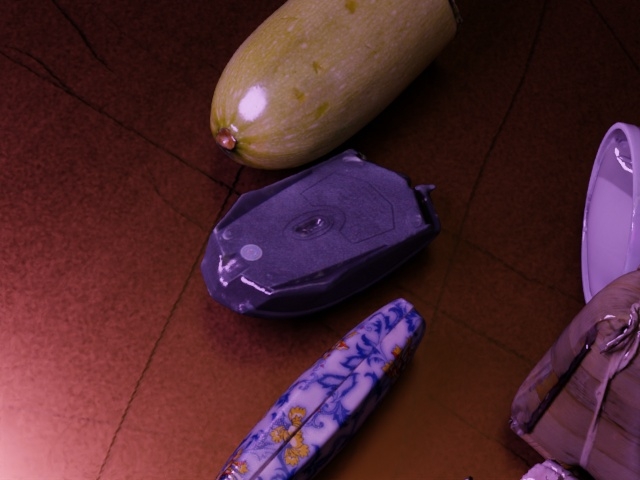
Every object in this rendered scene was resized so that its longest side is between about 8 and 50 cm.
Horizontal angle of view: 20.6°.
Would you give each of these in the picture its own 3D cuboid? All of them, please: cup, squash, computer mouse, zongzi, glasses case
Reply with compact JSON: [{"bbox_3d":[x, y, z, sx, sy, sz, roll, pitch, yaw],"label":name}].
[{"bbox_3d":[0.331,0.017,1.496,0.202,0.221,0.167,6,29,-5],"label":"cup"},{"bbox_3d":[-0.002,-0.152,1.550,0.132,0.132,0.247,41,68,15],"label":"squash"},{"bbox_3d":[0.001,0.003,1.505,0.231,0.071,0.126,-28,54,-28],"label":"computer mouse"},{"bbox_3d":[0.265,0.138,1.397,0.197,0.194,0.099,40,47,12],"label":"zongzi"},{"bbox_3d":[-0.004,0.143,1.420,0.065,0.087,0.248,41,67,11],"label":"glasses case"}]

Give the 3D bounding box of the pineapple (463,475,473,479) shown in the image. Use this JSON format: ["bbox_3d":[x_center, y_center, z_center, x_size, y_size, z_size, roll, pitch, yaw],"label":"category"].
[{"bbox_3d":[0.210,0.322,1.256,0.362,0.202,0.202,45,68,3],"label":"pineapple"}]

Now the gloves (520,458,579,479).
[{"bbox_3d":[0.206,0.242,1.383,0.094,0.110,0.144,-36,42,-12],"label":"gloves"}]
